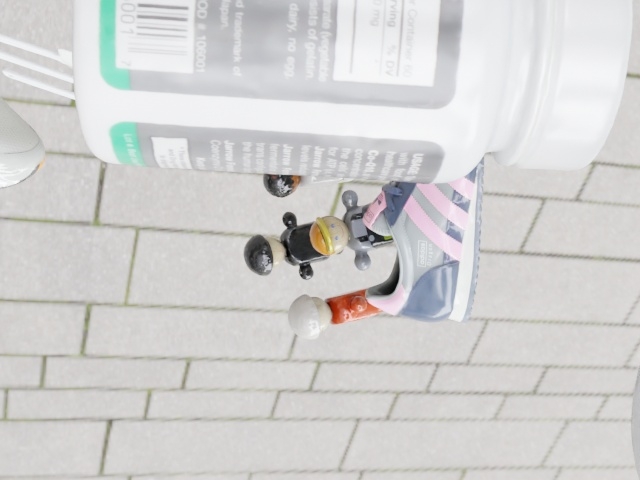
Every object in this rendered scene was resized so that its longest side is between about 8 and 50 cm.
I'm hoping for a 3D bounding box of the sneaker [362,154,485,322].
[{"bbox_3d":[0.114,-0.058,1.045,0.131,0.112,0.319,1,103,2],"label":"sneaker"}]

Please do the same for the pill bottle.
[{"bbox_3d":[0.019,-0.146,0.674,0.360,0.204,0.204,4,128,-3],"label":"pill bottle"}]

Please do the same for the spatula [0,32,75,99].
[{"bbox_3d":[-0.336,-0.208,1.190,0.242,0.019,0.168,19,165,14],"label":"spatula"}]

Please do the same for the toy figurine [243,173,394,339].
[{"bbox_3d":[0.000,0.000,1.231,0.148,0.213,0.210,-12,136,-26],"label":"toy figurine"}]

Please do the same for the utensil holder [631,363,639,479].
[{"bbox_3d":[0.455,0.158,0.633,0.327,0.385,0.328,0,91,-18],"label":"utensil holder"}]

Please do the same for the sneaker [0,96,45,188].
[{"bbox_3d":[-0.324,-0.147,0.737,0.262,0.099,0.121,36,120,-22],"label":"sneaker"}]
